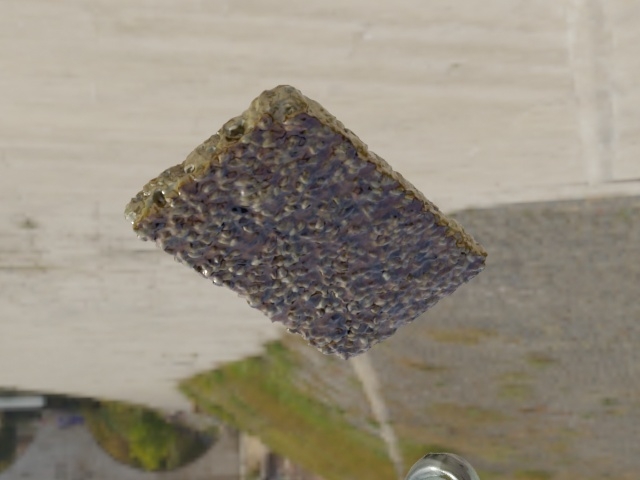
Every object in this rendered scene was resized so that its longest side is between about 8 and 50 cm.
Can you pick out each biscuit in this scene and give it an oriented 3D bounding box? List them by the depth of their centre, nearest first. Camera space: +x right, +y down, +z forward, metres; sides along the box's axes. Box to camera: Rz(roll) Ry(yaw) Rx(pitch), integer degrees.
[{"bbox_3d":[0.000,0.000,0.783,0.131,0.025,0.231,-38,138,17],"label":"biscuit"}]

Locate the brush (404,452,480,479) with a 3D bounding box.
[{"bbox_3d":[0.028,0.254,0.663,0.068,0.297,0.060,13,166,48],"label":"brush"}]
